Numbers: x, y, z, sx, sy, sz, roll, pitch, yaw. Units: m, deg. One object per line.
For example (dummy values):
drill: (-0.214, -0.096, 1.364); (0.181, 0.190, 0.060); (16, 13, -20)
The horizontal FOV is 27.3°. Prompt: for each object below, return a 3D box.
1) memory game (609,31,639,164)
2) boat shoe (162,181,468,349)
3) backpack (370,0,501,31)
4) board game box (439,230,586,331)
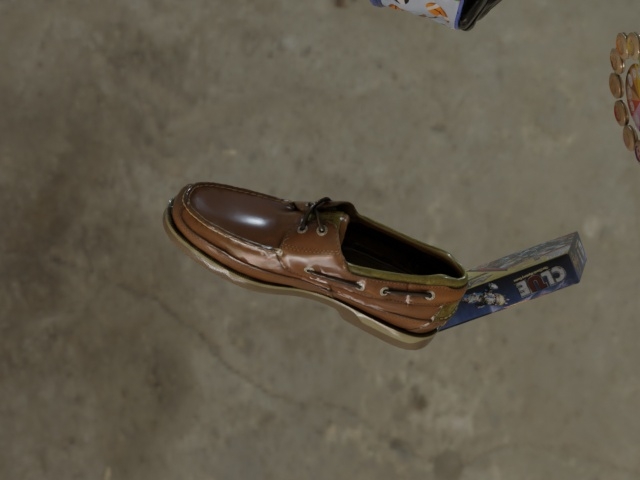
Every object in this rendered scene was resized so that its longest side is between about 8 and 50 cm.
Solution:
memory game: (0.412, -0.182, 1.716); (0.012, 0.186, 0.186); (-13, 60, -6)
boat shoe: (0.000, 0.000, 1.315); (0.307, 0.104, 0.110); (21, 45, -11)
backpack: (0.123, -0.343, 1.283); (0.213, 0.263, 0.276); (14, 12, 16)
board game box: (0.225, 0.061, 1.736); (0.243, 0.165, 0.042); (-21, 95, 18)
